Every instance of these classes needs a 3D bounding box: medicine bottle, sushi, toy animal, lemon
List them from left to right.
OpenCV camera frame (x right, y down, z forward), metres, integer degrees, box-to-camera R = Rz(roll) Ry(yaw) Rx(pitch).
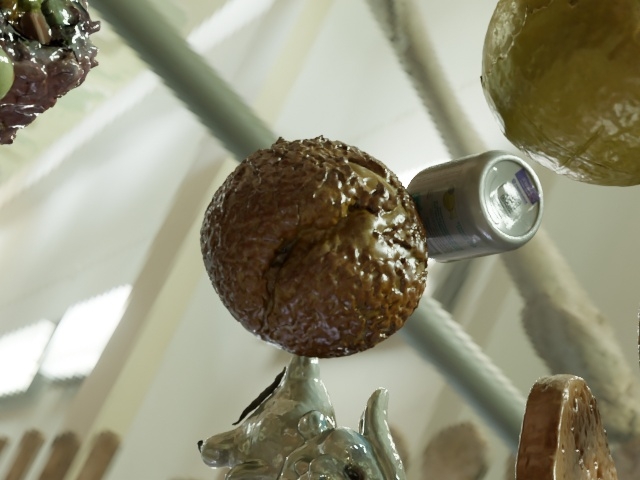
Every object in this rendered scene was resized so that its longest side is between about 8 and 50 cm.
[{"bbox_3d":[-0.364,-0.233,1.625,0.170,0.270,0.237,-23,-136,29],"label":"sushi"},{"bbox_3d":[-0.013,0.303,1.953,0.249,0.174,0.289,-34,-144,20],"label":"toy animal"},{"bbox_3d":[0.180,-0.039,2.038,0.215,0.135,0.135,-13,-132,51],"label":"medicine bottle"},{"bbox_3d":[0.319,-0.200,1.647,0.297,0.297,0.297,-51,-161,25],"label":"lemon"}]

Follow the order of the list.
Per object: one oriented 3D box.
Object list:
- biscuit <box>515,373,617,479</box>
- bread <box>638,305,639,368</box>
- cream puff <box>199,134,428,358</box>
[{"bbox_3d":[0.317,0.384,1.838,0.078,0.455,0.350,-9,-172,25],"label":"biscuit"},{"bbox_3d":[0.478,0.133,1.973,0.143,0.139,0.229,-6,-95,32],"label":"bread"},{"bbox_3d":[0.000,0.000,1.923,0.212,0.303,0.303,117,-5,-62],"label":"cream puff"}]
